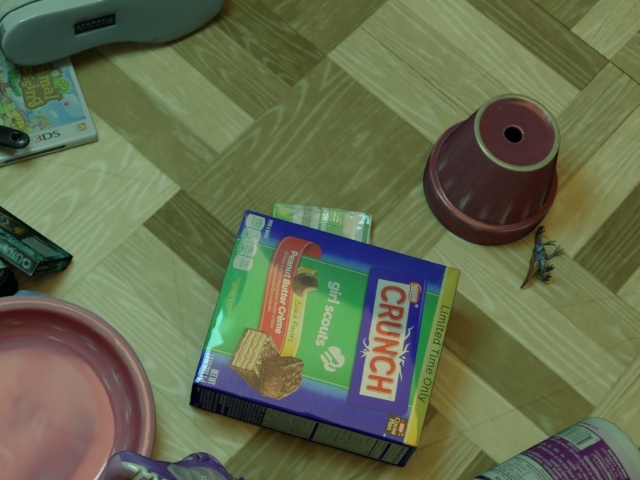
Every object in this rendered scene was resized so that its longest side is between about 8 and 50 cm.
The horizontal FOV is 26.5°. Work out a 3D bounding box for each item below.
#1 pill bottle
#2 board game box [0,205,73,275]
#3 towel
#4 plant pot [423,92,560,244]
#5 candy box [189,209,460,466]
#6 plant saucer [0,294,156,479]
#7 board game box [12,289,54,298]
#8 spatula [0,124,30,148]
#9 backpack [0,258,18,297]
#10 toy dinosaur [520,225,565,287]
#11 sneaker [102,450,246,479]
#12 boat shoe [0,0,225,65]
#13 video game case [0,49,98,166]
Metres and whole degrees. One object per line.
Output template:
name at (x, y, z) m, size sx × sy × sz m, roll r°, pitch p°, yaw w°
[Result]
pill bottle at (0.281, 0.368, 1.796) m, size 0.301 × 0.169 × 0.169 m, roll -25°, pitch 71°, yaw -18°
board game box at (-0.446, -0.015, 1.891) m, size 0.186 × 0.126 × 0.026 m, roll 34°, pitch 99°, yaw 8°
towel at (0.000, 0.000, 2.005) m, size 0.152 × 0.023 × 0.113 m, roll 8°, pitch 63°, yaw -5°
plant pot at (0.268, -0.118, 2.015) m, size 0.201 × 0.180 × 0.201 m, roll 4°, pitch 65°, yaw -8°
candy box at (0.008, 0.136, 1.884) m, size 0.317 × 0.122 × 0.268 m, roll 16°, pitch 68°, yaw -2°
plant saucer at (-0.383, 0.239, 1.768) m, size 0.332 × 0.084 × 0.332 m, roll 5°, pitch 75°, yaw -19°
board game box at (-0.407, 0.152, 1.850) m, size 0.168 × 0.033 × 0.133 m, roll -43°, pitch 99°, yaw -23°
spatula at (-0.556, -0.184, 1.978) m, size 0.296 × 0.030 × 0.084 m, roll 18°, pitch 62°, yaw 9°
backpack at (-0.501, 0.075, 1.830) m, size 0.182 × 0.152 × 0.115 m, roll -37°, pitch 71°, yaw -28°
toy dinosaur at (0.327, 0.017, 2.041) m, size 0.090 × 0.047 × 0.082 m, roll -18°, pitch 50°, yaw -5°
sneaker at (-0.177, 0.318, 1.762) m, size 0.236 × 0.095 × 0.105 m, roll 32°, pitch 45°, yaw -31°
boat shoe at (-0.333, -0.376, 2.075) m, size 0.367 × 0.136 × 0.156 m, roll -19°, pitch 55°, yaw -21°
video game case at (-0.457, -0.218, 2.035) m, size 0.193 × 0.023 × 0.212 m, roll -17°, pitch 69°, yaw -16°
